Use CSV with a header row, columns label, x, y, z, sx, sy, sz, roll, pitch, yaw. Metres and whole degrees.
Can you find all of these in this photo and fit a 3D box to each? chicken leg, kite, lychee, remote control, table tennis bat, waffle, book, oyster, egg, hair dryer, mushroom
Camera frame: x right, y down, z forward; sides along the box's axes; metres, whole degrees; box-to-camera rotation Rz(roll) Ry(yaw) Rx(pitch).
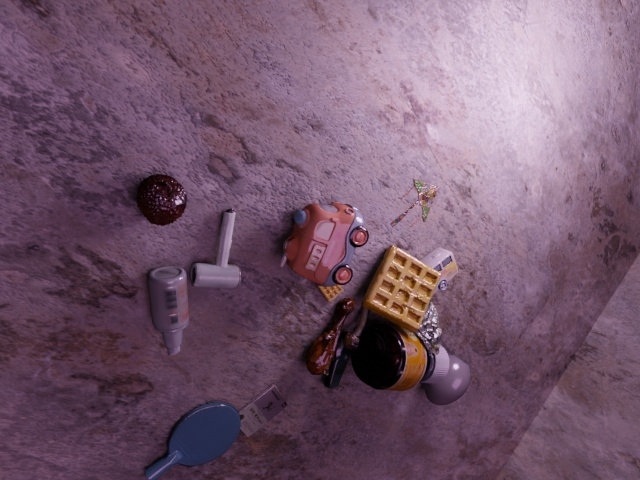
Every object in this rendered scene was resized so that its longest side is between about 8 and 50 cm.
label,x,y,z,sx,sy,sz,roll,pitch,yaw
chicken leg,0.041,0.336,1.597,0.304,0.093,0.113,-61,145,-7
kite,0.346,-0.133,1.639,0.244,0.006,0.198,-37,125,-15
lychee,-0.395,-0.097,1.118,0.123,0.123,0.129,12,111,-35
remote control,0.069,0.447,1.674,0.072,0.042,0.221,16,94,-34
table tennis bat,-0.410,0.656,1.459,0.329,0.044,0.215,-33,119,-17
waffle,0.293,0.171,1.610,0.221,0.055,0.247,29,75,-9
book,-0.211,0.599,1.581,0.182,0.014,0.127,-35,123,-15
oyster,0.415,0.315,1.737,0.087,0.199,0.252,-44,177,37
egg,0.551,0.613,1.966,0.176,0.176,0.231,25,97,-37
hair dryer,-0.282,0.022,1.270,0.131,0.073,0.236,7,103,-33
mushroom,0.135,0.311,1.642,0.060,0.061,0.187,38,63,-17
waffle,0.032,0.143,1.543,0.092,0.021,0.135,-42,125,-11

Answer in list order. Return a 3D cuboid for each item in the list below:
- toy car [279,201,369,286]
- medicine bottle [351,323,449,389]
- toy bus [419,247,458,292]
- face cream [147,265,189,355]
label,x,y,z,sx,sy,sz,roll,pitch,yaw
toy car,0.000,0.000,1.378,0.213,0.180,0.270,19,99,-26
medicine bottle,0.317,0.452,1.729,0.395,0.242,0.242,18,99,-45
toy bus,0.377,0.169,1.724,0.343,0.097,0.138,-33,121,-17
face cream,-0.412,0.201,1.238,0.101,0.101,0.251,-10,115,-29
